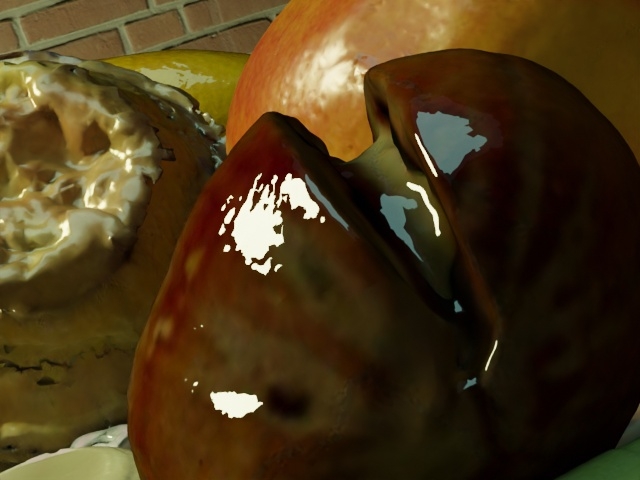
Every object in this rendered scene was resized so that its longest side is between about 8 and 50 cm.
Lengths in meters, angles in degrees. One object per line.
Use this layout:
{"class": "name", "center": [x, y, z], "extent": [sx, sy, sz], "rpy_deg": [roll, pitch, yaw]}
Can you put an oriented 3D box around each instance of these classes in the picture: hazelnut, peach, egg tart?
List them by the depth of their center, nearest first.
{"class": "hazelnut", "center": [0.033, 0.043, 0.471], "extent": [0.251, 0.217, 0.217], "rpy_deg": [-37, 12, 5]}
{"class": "peach", "center": [0.079, -0.069, 0.705], "extent": [0.307, 0.289, 0.289], "rpy_deg": [11, 22, 17]}
{"class": "egg tart", "center": [-0.203, -0.011, 0.766], "extent": [0.352, 0.352, 0.150], "rpy_deg": [-22, -25, -17]}

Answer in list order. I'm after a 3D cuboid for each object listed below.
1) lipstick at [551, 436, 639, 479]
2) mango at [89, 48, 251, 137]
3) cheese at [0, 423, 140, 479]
{"class": "lipstick", "center": [0.018, 0.149, 0.356], "extent": [0.304, 0.076, 0.076], "rpy_deg": [-23, 14, -17]}
{"class": "mango", "center": [-0.147, -0.088, 1.222], "extent": [0.445, 0.221, 0.301], "rpy_deg": [0, -20, 8]}
{"class": "cheese", "center": [-0.135, 0.146, 0.591], "extent": [0.137, 0.064, 0.227], "rpy_deg": [-12, 10, 3]}
